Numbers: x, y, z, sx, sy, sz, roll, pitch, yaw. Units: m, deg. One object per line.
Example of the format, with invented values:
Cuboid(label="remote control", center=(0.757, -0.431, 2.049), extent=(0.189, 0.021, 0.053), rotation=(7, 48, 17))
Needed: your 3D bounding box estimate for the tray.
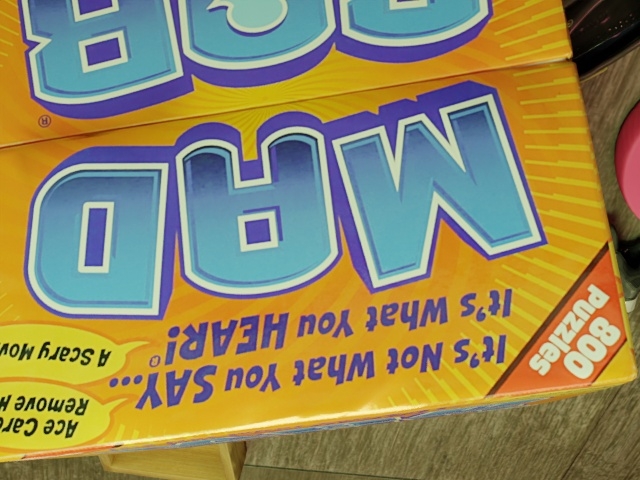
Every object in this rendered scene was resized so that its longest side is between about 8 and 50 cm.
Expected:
Cuboid(label="tray", center=(-0.223, 0.170, 1.095), extent=(0.202, 0.076, 0.411), rotation=(5, 132, 10))

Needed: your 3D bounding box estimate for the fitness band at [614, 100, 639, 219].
Cuboid(label="fitness band", center=(0.461, -0.101, 0.881), extent=(0.290, 0.054, 0.209), rotation=(-12, 131, 10))

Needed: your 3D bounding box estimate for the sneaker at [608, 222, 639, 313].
Cuboid(label="sneaker", center=(0.291, 0.014, 0.973), extent=(0.234, 0.078, 0.106), rotation=(13, 128, -17))

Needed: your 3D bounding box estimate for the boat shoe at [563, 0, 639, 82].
Cuboid(label="boat shoe", center=(0.294, -0.221, 0.762), extent=(0.081, 0.069, 0.227), rotation=(36, 123, -28))

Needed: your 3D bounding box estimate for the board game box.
Cuboid(label="board game box", center=(-0.015, -0.037, 0.640), extent=(0.356, 0.357, 0.356), rotation=(-8, 167, 5))
